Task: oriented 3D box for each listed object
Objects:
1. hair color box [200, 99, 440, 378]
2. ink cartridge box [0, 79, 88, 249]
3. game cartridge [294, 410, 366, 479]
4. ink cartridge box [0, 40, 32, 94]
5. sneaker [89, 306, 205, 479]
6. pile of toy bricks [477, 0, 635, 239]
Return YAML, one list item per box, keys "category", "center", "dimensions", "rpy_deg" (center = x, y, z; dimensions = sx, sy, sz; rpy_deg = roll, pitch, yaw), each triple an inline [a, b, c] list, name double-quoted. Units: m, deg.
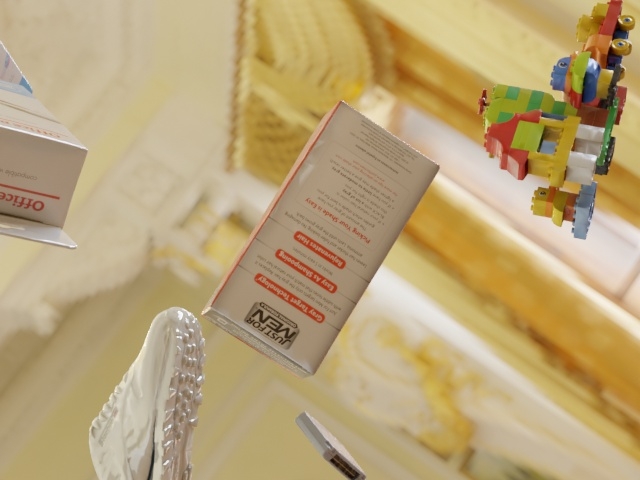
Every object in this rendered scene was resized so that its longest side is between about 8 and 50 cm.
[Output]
- category: "hair color box"
  center: [0.000, 0.000, 1.052]
  dimensions: [0.141, 0.072, 0.043]
  rpy_deg: [-58, 6, -14]
- category: "ink cartridge box"
  center: [-0.222, -0.061, 1.220]
  dimensions: [0.104, 0.180, 0.060]
  rpy_deg: [13, -75, -31]
- category: "game cartridge"
  center: [0.008, 0.183, 1.652]
  dimensions: [0.017, 0.056, 0.083]
  rpy_deg: [-39, -39, 3]
- category: "ink cartridge box"
  center: [-0.291, -0.123, 1.504]
  dimensions: [0.088, 0.052, 0.122]
  rpy_deg: [-63, -21, -19]
- category: "sneaker"
  center: [-0.168, 0.166, 1.735]
  dimensions: [0.090, 0.095, 0.235]
  rpy_deg: [-33, -42, -62]
- category: "pile of toy bricks"
  center: [0.168, -0.092, 1.407]
  dimensions: [0.212, 0.105, 0.118]
  rpy_deg: [-67, -17, -44]
